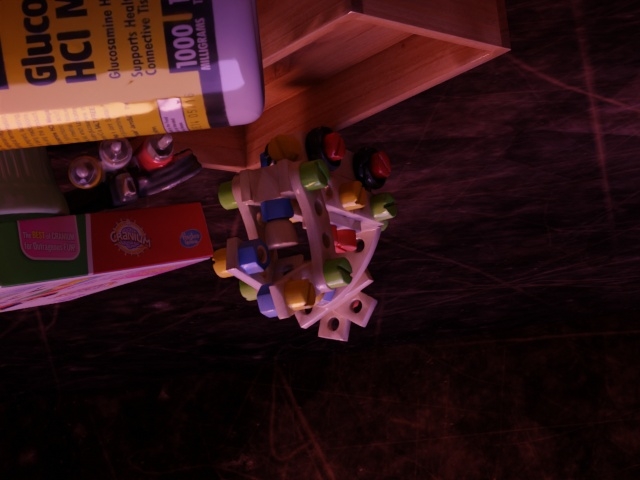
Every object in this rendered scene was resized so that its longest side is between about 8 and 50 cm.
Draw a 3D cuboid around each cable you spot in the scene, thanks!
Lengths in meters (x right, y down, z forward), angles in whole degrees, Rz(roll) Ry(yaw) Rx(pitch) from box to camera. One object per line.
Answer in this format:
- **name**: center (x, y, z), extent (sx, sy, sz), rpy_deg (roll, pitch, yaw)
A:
- **cable**: center (-0.220, -0.072, 1.662), extent (0.139, 0.072, 0.287), rpy_deg (-19, -176, -20)

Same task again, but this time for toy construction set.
- **toy construction set**: center (0.000, 0.000, 1.650), extent (0.151, 0.215, 0.328), rpy_deg (-9, 166, 14)

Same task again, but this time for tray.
- **tray**: center (-0.031, -0.170, 1.557), extent (0.203, 0.076, 0.411), rpy_deg (6, 162, -40)

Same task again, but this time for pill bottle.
- **pill bottle**: center (-0.218, -0.169, 1.243), extent (0.334, 0.188, 0.188), rpy_deg (-6, 166, 0)

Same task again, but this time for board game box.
- **board game box**: center (-0.306, 0.028, 1.635), extent (0.242, 0.064, 0.316), rpy_deg (-16, 175, 35)

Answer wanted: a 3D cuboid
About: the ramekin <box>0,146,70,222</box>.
- **ramekin**: center (-0.414, -0.065, 1.557), extent (0.303, 0.148, 0.303), rpy_deg (-12, 175, -1)
